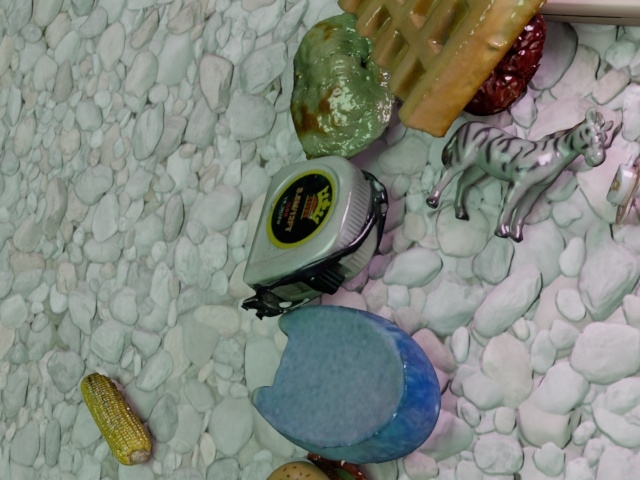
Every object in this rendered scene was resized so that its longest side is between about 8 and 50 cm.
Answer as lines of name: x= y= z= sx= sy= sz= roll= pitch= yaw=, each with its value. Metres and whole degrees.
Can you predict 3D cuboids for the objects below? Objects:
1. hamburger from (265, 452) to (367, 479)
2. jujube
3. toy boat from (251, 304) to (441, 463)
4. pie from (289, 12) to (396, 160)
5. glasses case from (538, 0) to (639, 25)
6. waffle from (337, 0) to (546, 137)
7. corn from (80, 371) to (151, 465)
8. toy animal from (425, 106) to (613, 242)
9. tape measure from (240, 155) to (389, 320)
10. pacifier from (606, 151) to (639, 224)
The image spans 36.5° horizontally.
hamburger: x=-0.015 y=0.382 z=1.377 sx=0.175 sy=0.137 sz=0.175 roll=-12 pitch=70 yaw=38
jujube: x=0.247 y=-0.239 z=1.311 sx=0.166 sy=0.104 sz=0.104 roll=-53 pitch=51 yaw=42
toy boat: x=0.046 y=0.211 z=1.396 sx=0.330 sy=0.123 sz=0.215 roll=5 pitch=69 yaw=48
pie: x=0.022 y=-0.233 z=1.503 sx=0.201 sy=0.090 sz=0.247 roll=-19 pitch=66 yaw=38
glasses case: x=0.340 y=-0.365 z=1.284 sx=0.336 sy=0.076 sz=0.143 roll=13 pitch=90 yaw=40
waffle: x=0.167 y=-0.354 z=1.316 sx=0.304 sy=0.078 sz=0.348 roll=-56 pitch=38 yaw=29
corn: x=-0.364 y=0.312 z=1.713 sx=0.072 sy=0.072 sz=0.203 roll=-54 pitch=53 yaw=17
toy animal: x=0.262 y=-0.081 z=1.289 sx=0.255 sy=0.090 sz=0.169 roll=3 pitch=78 yaw=37
tape measure: x=0.000 y=0.000 z=1.441 sx=0.207 sy=0.115 sz=0.235 roll=-6 pitch=60 yaw=39
pacifier: x=0.397 y=-0.063 z=1.194 sx=0.078 sy=0.081 sz=0.099 roll=18 pitch=120 yaw=8
